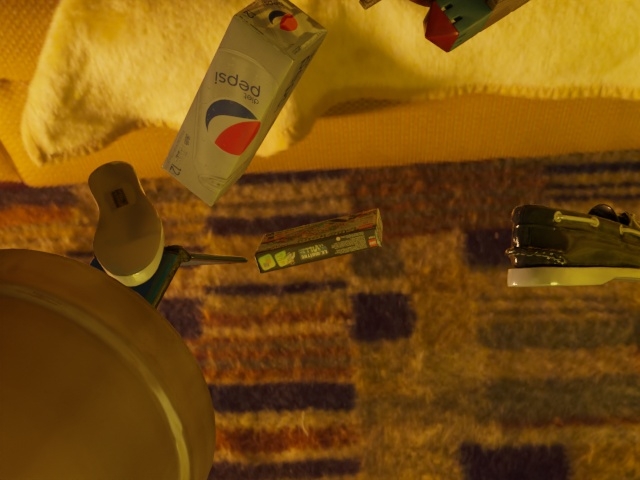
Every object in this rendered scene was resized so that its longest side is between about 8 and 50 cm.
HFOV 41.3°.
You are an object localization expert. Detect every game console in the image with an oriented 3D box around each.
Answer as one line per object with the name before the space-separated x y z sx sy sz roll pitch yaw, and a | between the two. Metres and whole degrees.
game console | -0.333 0.099 1.697 0.293 0.173 0.250 -5 52 44

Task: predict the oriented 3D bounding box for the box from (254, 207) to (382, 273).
box | 0.000 0.000 1.420 0.207 0.036 0.114 -13 16 8

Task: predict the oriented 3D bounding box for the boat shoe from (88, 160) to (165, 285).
boat shoe | -0.311 -0.010 1.371 0.113 0.104 0.306 -23 40 -12

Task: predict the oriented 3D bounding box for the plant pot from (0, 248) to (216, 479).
plant pot | -0.279 0.203 0.670 0.323 0.323 0.280 7 23 10

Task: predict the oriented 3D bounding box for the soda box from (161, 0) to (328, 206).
soda box | -0.105 -0.176 1.095 0.091 0.286 0.098 38 44 1

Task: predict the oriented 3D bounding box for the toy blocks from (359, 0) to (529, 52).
toy blocks | 0.115 -0.370 0.950 0.261 0.191 0.381 -35 83 -14

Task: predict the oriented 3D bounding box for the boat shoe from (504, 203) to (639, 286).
boat shoe | 0.323 0.004 0.964 0.114 0.303 0.091 -3 88 44
